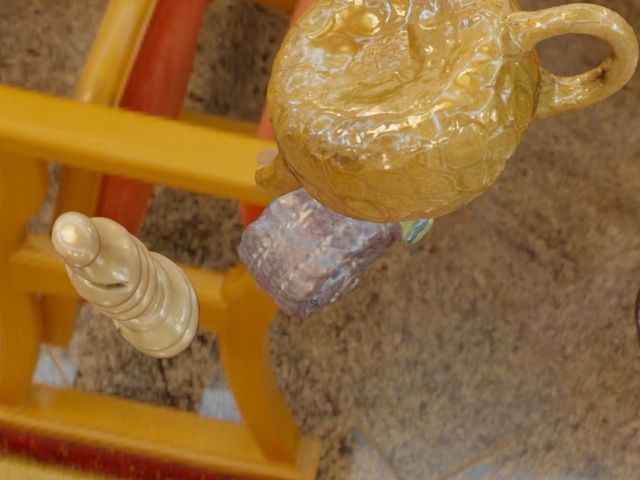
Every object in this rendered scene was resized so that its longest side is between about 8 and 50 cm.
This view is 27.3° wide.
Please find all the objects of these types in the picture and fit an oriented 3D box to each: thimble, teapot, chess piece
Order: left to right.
[{"bbox_3d":[-0.252,0.037,1.633,0.124,0.307,0.138,5,70,16],"label":"chess piece"},{"bbox_3d":[-0.001,0.001,1.301,0.150,0.150,0.097,-34,76,-28],"label":"thimble"},{"bbox_3d":[0.084,-0.097,0.982,0.311,0.167,0.203,-16,53,19],"label":"teapot"}]

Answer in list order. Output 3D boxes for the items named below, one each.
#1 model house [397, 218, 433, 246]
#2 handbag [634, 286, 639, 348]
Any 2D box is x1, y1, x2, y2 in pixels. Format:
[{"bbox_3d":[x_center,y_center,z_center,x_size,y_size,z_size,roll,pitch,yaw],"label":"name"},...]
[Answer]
[{"bbox_3d":[0.083,-0.099,1.510,0.195,0.189,0.214,30,85,49],"label":"model house"},{"bbox_3d":[0.528,0.064,1.671,0.302,0.275,0.178,20,31,-43],"label":"handbag"}]
